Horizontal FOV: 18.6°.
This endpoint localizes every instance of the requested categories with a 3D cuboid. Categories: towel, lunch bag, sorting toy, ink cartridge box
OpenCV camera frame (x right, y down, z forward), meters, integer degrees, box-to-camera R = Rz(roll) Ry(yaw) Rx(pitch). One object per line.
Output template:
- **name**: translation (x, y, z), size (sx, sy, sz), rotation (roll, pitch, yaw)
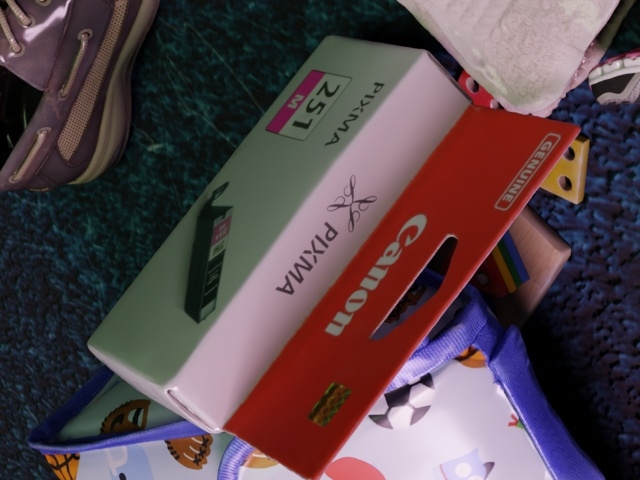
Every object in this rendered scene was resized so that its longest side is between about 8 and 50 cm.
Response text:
- **towel**: translation (0.124, -0.213, 1.160), size (0.187, 0.049, 0.282), rotation (45, 139, 17)
- **lunch bag**: translation (0.035, 0.195, 1.352), size (0.385, 0.239, 0.328), rotation (-11, 118, 45)
- **sorting toy**: translation (0.091, 0.005, 1.336), size (0.132, 0.046, 0.274), rotation (46, 139, 17)
- **ink cartridge box**: translation (0.000, 0.000, 1.221), size (0.060, 0.275, 0.239), rotation (43, 168, -28)

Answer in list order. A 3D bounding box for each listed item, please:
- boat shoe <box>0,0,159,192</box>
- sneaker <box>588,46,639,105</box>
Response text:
- **boat shoe**: translation (-0.210, -0.171, 1.491), size (0.132, 0.130, 0.355), rotation (34, 135, 29)
- **sneaker**: translation (0.227, -0.080, 1.116), size (0.170, 0.063, 0.074), rotation (-2, 105, 43)
